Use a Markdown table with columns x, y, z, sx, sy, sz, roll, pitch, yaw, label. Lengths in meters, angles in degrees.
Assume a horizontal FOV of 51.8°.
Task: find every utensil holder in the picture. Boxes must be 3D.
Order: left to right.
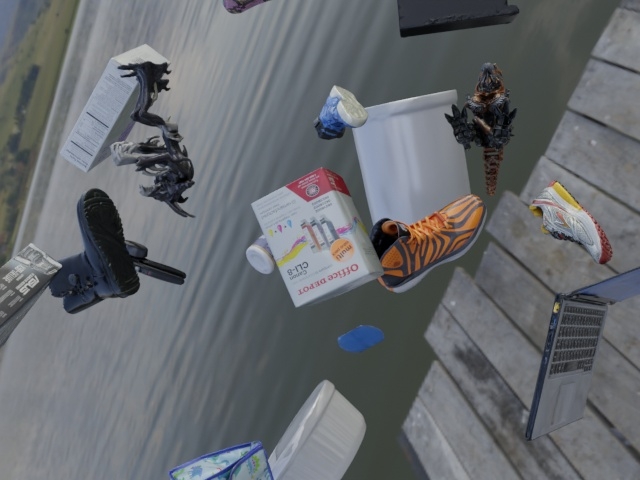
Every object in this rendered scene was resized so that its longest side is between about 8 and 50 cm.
| x | y | z | sx | sy | sz | roll | pitch | yaw | label |
| --- | --- | --- | --- | --- | --- | --- | --- | --- | --- |
| 0.279 | -0.227 | 1.976 | 0.328 | 0.328 | 0.385 | 7 | 111 | 66 | utensil holder |

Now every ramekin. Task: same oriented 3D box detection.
| x | y | z | sx | sy | sz | roll | pitch | yaw | label |
| --- | --- | --- | --- | --- | --- | --- | --- | --- | --- |
| -0.014 | 0.439 | 1.378 | 0.272 | 0.127 | 0.273 | -55 | -2 | -4 | ramekin |

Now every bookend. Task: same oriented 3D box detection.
| x | y | z | sx | sy | sz | roll | pitch | yaw | label |
| --- | --- | --- | --- | --- | --- | --- | --- | --- | --- |
| 0.177 | -0.368 | 0.891 | 0.072 | 0.157 | 0.157 | -46 | -50 | -78 | bookend |

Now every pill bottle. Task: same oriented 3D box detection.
| x | y | z | sx | sy | sz | roll | pitch | yaw | label |
| --- | --- | --- | --- | --- | --- | --- | --- | --- | --- |
| -0.124 | 0.009 | 1.869 | 0.169 | 0.094 | 0.094 | -46 | 7 | -33 | pill bottle |

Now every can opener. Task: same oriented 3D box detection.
| x | y | z | sx | sy | sz | roll | pitch | yaw | label |
| --- | --- | --- | --- | --- | --- | --- | --- | --- | --- |
| -0.427 | 0.067 | 1.653 | 0.073 | 0.186 | 0.059 | -57 | 10 | 37 | can opener |

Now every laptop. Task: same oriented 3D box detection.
| x | y | z | sx | sy | sz | roll | pitch | yaw | label |
| --- | --- | --- | --- | --- | --- | --- | --- | --- | --- |
| 0.585 | 0.185 | 1.212 | 0.237 | 0.382 | 0.407 | 13 | 91 | 35 | laptop |

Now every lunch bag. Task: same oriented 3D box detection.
| x | y | z | sx | sy | sz | roll | pitch | yaw | label |
| --- | --- | --- | --- | --- | --- | --- | --- | --- | --- |
| -0.144 | 0.401 | 1.036 | 0.096 | 0.151 | 0.128 | 18 | 126 | 67 | lunch bag |

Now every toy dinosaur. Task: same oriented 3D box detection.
| x | y | z | sx | sy | sz | roll | pitch | yaw | label |
| --- | --- | --- | --- | --- | --- | --- | --- | --- | --- |
| 0.438 | -0.287 | 1.674 | 0.165 | 0.218 | 0.321 | -24 | 85 | 25 | toy dinosaur |

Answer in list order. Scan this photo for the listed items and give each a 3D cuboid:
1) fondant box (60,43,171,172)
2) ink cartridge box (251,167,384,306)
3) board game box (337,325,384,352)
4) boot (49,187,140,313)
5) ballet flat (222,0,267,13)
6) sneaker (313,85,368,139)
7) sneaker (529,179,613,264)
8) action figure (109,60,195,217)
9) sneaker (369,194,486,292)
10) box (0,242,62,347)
| x | y | z | sx | sy | sz | roll | pitch | yaw | label |
| --- | --- | --- | --- | --- | --- | --- | --- | --- | --- |
| -0.572 | -0.374 | 1.852 | 0.330 | 0.096 | 0.238 | -49 | 10 | 25 | fondant box |
| 0.000 | 0.000 | 1.018 | 0.128 | 0.127 | 0.176 | -26 | 81 | 13 | ink cartridge box |
| 0.144 | 0.345 | 2.391 | 0.169 | 0.133 | 0.033 | -33 | 40 | 25 | board game box |
| -0.515 | 0.030 | 1.420 | 0.207 | 0.094 | 0.246 | -15 | 98 | 28 | boot |
| -0.138 | -0.623 | 1.602 | 0.079 | 0.222 | 0.076 | 72 | 173 | -83 | ballet flat |
| 0.031 | -0.199 | 1.113 | 0.084 | 0.058 | 0.152 | -61 | 24 | 23 | sneaker |
| 0.513 | -0.024 | 1.354 | 0.093 | 0.088 | 0.225 | -40 | 39 | 14 | sneaker |
| -0.302 | -0.166 | 1.166 | 0.164 | 0.141 | 0.275 | -170 | 69 | -69 | action figure |
| 0.244 | -0.015 | 1.567 | 0.321 | 0.180 | 0.124 | -43 | 46 | 5 | sneaker |
| -0.596 | 0.164 | 1.124 | 0.242 | 0.077 | 0.307 | -46 | 12 | 21 | box |
